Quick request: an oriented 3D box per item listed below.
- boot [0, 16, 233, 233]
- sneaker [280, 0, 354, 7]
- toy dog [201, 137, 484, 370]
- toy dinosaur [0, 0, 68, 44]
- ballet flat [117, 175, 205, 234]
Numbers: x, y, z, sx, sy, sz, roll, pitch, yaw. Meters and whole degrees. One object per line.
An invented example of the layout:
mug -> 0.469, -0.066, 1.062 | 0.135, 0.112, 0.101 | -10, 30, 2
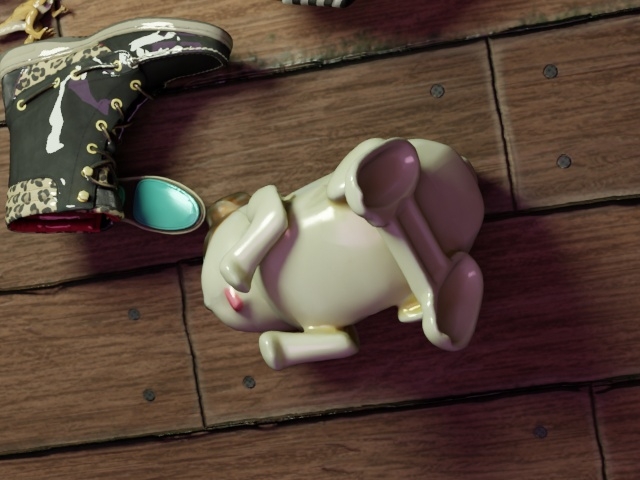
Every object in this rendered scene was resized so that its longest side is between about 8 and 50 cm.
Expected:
boot -> -0.306, -0.165, 1.775 | 0.377, 0.138, 0.284 | -6, 73, 14
sneaker -> 0.036, -0.531, 1.700 | 0.258, 0.169, 0.447 | 14, 86, -1
toy dog -> 0.000, 0.000, 1.703 | 0.408, 0.395, 0.284 | -19, 119, 35
toy dinosaur -> -0.458, -0.340, 1.875 | 0.211, 0.064, 0.112 | -33, 72, 3
ballet flat -> -0.279, -0.059, 1.856 | 0.248, 0.086, 0.086 | 12, 99, 17
